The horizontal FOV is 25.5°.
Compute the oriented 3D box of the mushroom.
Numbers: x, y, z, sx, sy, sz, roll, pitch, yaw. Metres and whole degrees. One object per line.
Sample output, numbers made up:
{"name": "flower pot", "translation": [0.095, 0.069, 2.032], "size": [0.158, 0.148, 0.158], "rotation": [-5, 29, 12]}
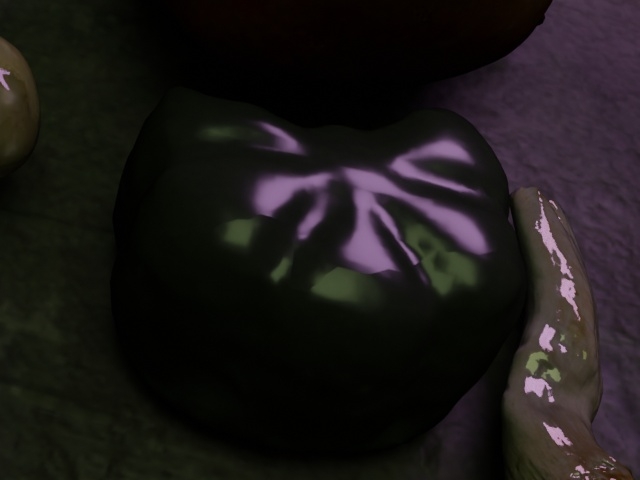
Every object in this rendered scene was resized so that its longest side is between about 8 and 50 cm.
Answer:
{"name": "mushroom", "translation": [0.104, 0.054, 0.609], "size": [0.054, 0.059, 0.202], "rotation": [-8, 46, 12]}

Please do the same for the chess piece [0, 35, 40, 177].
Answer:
{"name": "chess piece", "translation": [-0.262, -0.055, 0.537], "size": [0.307, 0.124, 0.139], "rotation": [-5, 20, -27]}

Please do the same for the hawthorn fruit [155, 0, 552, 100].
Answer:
{"name": "hawthorn fruit", "translation": [0.033, -0.158, 0.666], "size": [0.248, 0.208, 0.208], "rotation": [13, 46, -45]}

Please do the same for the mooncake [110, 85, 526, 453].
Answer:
{"name": "mooncake", "translation": [0.000, 0.000, 0.587], "size": [0.175, 0.104, 0.168], "rotation": [-28, 61, -37]}
